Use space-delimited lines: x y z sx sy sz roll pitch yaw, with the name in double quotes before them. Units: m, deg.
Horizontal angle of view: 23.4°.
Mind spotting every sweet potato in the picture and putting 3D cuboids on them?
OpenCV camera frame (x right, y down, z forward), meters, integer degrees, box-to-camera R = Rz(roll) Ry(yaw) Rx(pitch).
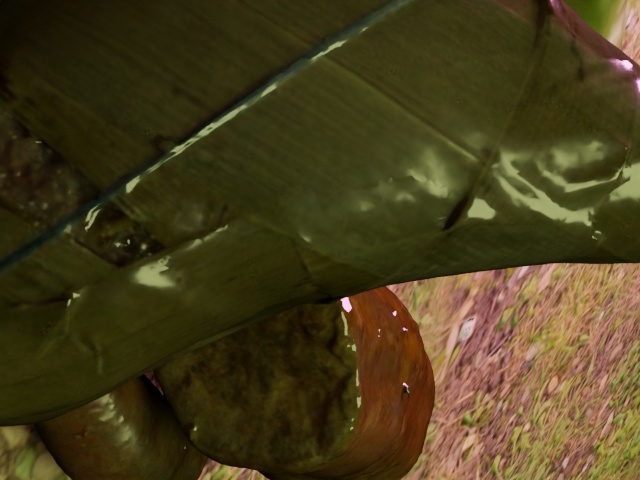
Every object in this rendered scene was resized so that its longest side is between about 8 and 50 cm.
"sweet potato" -0.004 0.086 0.985 0.157 0.158 0.370 -60 159 -5
"sweet potato" -0.111 0.113 0.975 0.346 0.079 0.108 34 73 -67

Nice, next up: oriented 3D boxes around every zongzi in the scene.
"zongzi" 0.000 0.000 0.741 0.356 0.393 0.174 -50 176 -14

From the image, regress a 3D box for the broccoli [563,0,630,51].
"broccoli" 0.163 -0.307 0.870 0.353 0.275 0.397 -50 148 -6
